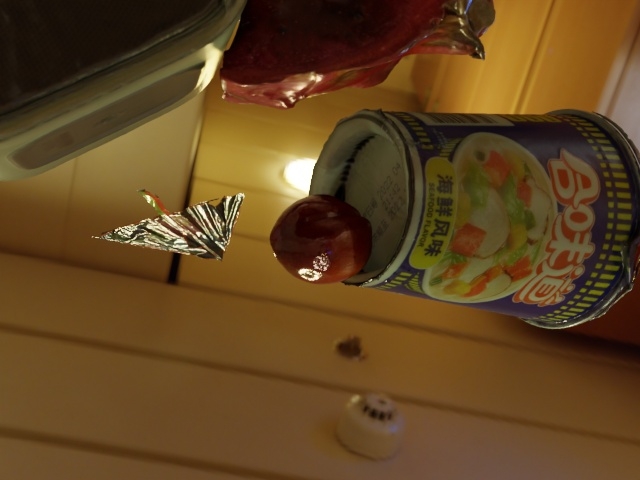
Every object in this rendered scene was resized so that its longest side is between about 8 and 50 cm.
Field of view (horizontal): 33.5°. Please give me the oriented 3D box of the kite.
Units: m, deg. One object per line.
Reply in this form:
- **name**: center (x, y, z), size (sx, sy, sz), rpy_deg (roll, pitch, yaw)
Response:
- **kite**: center (-0.189, -0.013, 1.388), size (0.241, 0.183, 0.014), rpy_deg (-11, -125, 22)

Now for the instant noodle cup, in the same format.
- **instant noodle cup**: center (0.167, -0.036, 1.222), size (0.313, 0.284, 0.284), rpy_deg (4, -154, -33)

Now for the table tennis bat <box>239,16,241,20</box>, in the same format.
- **table tennis bat**: center (-0.183, -0.209, 1.148), size (0.235, 0.022, 0.131), rpy_deg (-19, -139, 16)

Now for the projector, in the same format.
- **projector**: center (-0.204, -0.194, 0.749), size (0.248, 0.248, 0.249), rpy_deg (-27, -177, -10)

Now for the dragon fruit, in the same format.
- **dragon fruit**: center (0.040, -0.191, 0.831), size (0.212, 0.261, 0.134), rpy_deg (15, 162, 9)

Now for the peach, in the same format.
- **peach**: center (0.000, 0.001, 1.124), size (0.101, 0.100, 0.100), rpy_deg (13, -156, -6)
